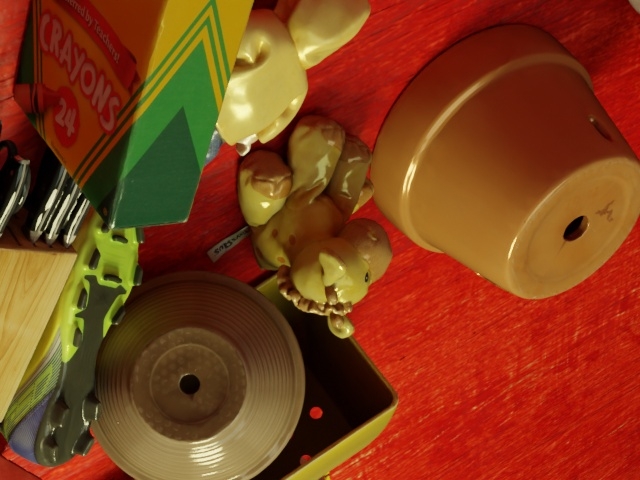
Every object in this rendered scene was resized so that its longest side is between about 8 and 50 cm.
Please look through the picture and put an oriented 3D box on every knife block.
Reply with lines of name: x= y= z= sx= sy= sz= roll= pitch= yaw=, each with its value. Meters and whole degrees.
knife block: x=-0.283 y=0.019 z=1.205 sx=0.242 sy=0.088 sz=0.276 roll=-32 pitch=142 yaw=-11

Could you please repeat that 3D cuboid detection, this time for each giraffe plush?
giraffe plush: x=0.000 y=0.000 z=1.366 sx=0.210 sy=0.170 sz=0.181 roll=-47 pitch=143 yaw=7

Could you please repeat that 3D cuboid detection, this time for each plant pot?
plant pot: x=-0.131 y=0.146 z=1.328 sx=0.237 sy=0.237 sz=0.110 roll=-37 pitch=179 yaw=-6
plant pot: x=0.229 y=-0.071 z=1.471 sx=0.290 sy=0.203 sz=0.291 roll=-23 pitch=139 yaw=-22
plant pot: x=-0.050 y=0.195 z=1.508 sx=0.212 sy=0.212 sz=0.187 roll=-33 pitch=156 yaw=-12

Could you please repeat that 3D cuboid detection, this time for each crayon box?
crayon box: x=-0.145 y=-0.195 z=1.022 sx=0.081 sy=0.202 sz=0.319 roll=-7 pitch=130 yaw=-37

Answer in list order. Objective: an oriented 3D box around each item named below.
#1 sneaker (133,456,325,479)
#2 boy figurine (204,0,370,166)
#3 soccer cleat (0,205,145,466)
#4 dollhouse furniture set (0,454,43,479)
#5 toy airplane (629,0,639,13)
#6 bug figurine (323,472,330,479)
sneaker: x=-0.134 y=0.339 z=1.653 sx=0.292 sy=0.108 sz=0.169 roll=20 pitch=115 yaw=-40
boy figurine: x=-0.082 y=-0.156 z=1.206 sx=0.285 sy=0.092 sz=0.177 roll=-41 pitch=143 yaw=-1
soccer cleat: x=-0.260 y=0.082 z=1.284 sx=0.093 sy=0.121 sz=0.289 roll=3 pitch=105 yaw=-57
dollhouse furniture set: x=-0.393 y=0.257 z=1.220 sx=0.374 sy=0.152 sz=0.201 roll=50 pitch=51 yaw=-52
toy airplane: x=0.485 y=-0.193 z=1.529 sx=0.386 sy=0.272 sz=0.385 roll=-20 pitch=99 yaw=-30
bug figurine: x=-0.082 y=0.437 z=1.812 sx=0.279 sy=0.072 sz=0.216 roll=-30 pitch=142 yaw=-16
